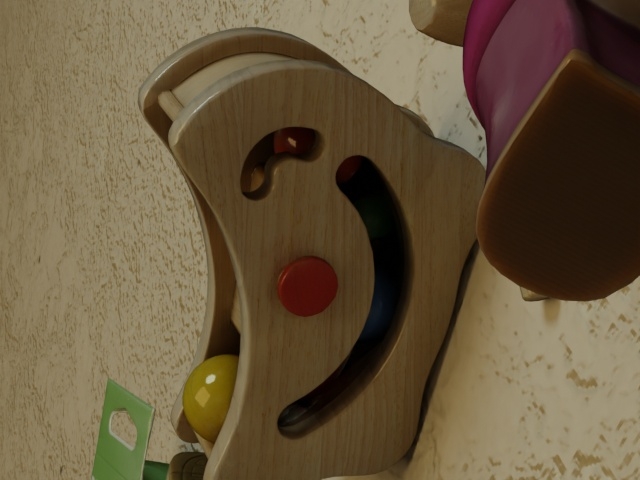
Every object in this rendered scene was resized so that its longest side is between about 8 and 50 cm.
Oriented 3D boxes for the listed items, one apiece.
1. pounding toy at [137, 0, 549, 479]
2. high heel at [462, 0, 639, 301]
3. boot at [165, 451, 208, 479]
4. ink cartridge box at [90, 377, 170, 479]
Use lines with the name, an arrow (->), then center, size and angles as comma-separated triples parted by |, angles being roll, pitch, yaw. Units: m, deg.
pounding toy -> 0.000, 0.000, 0.633 | 0.155, 0.154, 0.269 | -132, 55, -62
high heel -> 0.158, -0.158, 0.403 | 0.377, 0.127, 0.181 | -49, 13, 31
boot -> -0.051, 0.227, 0.768 | 0.213, 0.077, 0.165 | -130, 51, -57
ink cartridge box -> -0.117, 0.205, 0.943 | 0.109, 0.062, 0.209 | -166, 86, -67
